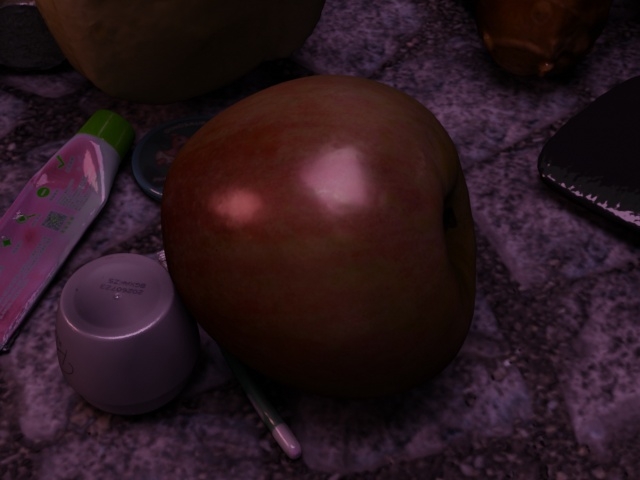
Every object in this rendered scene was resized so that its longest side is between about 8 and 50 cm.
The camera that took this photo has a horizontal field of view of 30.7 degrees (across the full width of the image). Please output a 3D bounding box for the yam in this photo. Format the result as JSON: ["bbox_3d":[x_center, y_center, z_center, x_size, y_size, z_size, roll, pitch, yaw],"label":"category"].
[{"bbox_3d":[-0.294,-0.272,1.279,0.107,0.107,0.194,8,49,9],"label":"yam"}]

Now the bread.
[{"bbox_3d":[-0.146,-0.296,1.150,0.321,0.320,0.237,-19,51,-15],"label":"bread"}]

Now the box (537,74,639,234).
[{"bbox_3d":[0.337,-0.076,1.124,0.201,0.042,0.212,34,58,28],"label":"box"}]

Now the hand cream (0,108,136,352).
[{"bbox_3d":[-0.258,-0.013,1.087,0.079,0.050,0.275,0,47,36],"label":"hand cream"}]

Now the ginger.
[{"bbox_3d":[0.233,-0.359,1.232,0.153,0.274,0.357,6,45,-16],"label":"ginger"}]

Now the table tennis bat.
[{"bbox_3d":[-0.113,-0.056,1.127,0.124,0.033,0.201,-15,44,-10],"label":"table tennis bat"}]

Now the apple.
[{"bbox_3d":[0.000,0.000,0.924,0.234,0.256,0.256,-4,46,13],"label":"apple"}]

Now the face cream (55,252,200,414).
[{"bbox_3d":[-0.159,0.077,0.954,0.117,0.104,0.117,-2,48,2],"label":"face cream"}]

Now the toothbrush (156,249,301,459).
[{"bbox_3d":[-0.081,0.089,0.999,0.024,0.018,0.257,-25,52,-16],"label":"toothbrush"}]
